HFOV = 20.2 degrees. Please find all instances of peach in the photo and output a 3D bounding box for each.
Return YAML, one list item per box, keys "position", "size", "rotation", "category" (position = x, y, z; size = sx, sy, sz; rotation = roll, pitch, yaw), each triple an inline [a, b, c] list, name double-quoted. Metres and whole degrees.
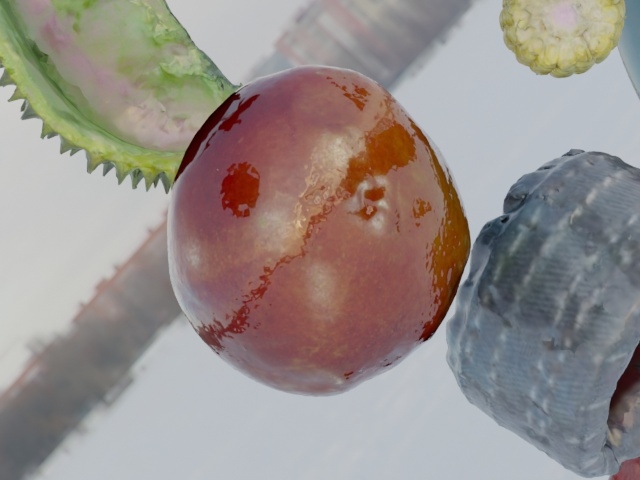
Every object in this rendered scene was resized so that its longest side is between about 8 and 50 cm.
- position: [0.000, 0.000, 1.295]
  size: [0.199, 0.243, 0.243]
  rotation: [-23, 19, 48]
  category: "peach"

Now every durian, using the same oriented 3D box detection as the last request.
- position: [-0.198, -0.186, 1.576]
  size: [0.169, 0.352, 0.158]
  rotation: [-35, 5, 24]
  category: "durian"

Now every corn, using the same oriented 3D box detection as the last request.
- position: [0.160, -0.149, 1.202]
  size: [0.081, 0.081, 0.248]
  rotation: [-47, -1, 9]
  category: "corn"

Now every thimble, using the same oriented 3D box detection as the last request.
- position: [0.214, 0.055, 1.427]
  size: [0.205, 0.172, 0.236]
  rotation: [-17, -48, -46]
  category: "thimble"

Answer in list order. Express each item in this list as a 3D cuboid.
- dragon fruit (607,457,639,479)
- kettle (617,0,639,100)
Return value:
- position: [0.364, 0.243, 1.743]
  size: [0.182, 0.188, 0.182]
  rotation: [-19, 53, 28]
  category: "dragon fruit"
- position: [0.424, -0.208, 1.739]
  size: [0.247, 0.342, 0.319]
  rotation: [-37, 4, -22]
  category: "kettle"
